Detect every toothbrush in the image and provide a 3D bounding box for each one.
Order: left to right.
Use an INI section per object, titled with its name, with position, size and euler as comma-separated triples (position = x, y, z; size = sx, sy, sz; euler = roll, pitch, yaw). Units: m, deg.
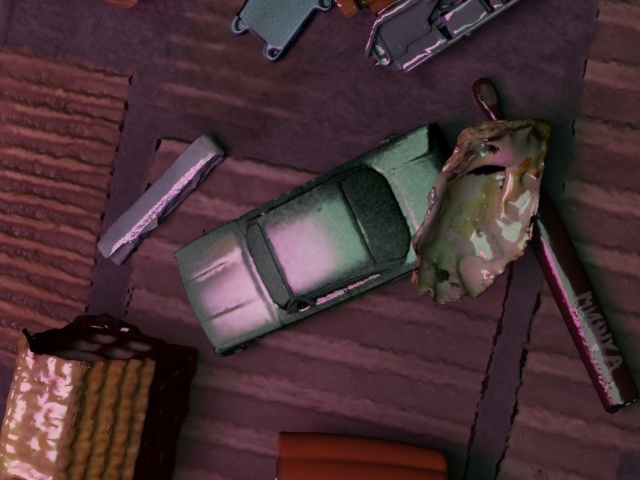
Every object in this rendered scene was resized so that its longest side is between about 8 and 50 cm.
[toothbrush]
position = 0.231, 0.002, 1.457
size = 0.040, 0.041, 0.364
euler = -25, 84, 15

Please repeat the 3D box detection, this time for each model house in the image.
[model house]
position = -0.251, 0.192, 1.491
size = 0.160, 0.254, 0.196
euler = 14, 96, 12

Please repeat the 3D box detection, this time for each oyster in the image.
[oyster]
position = 0.146, -0.037, 1.404
size = 0.072, 0.132, 0.209
euler = 18, 89, 58

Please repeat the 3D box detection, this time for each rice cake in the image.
[rice cake]
position = -0.172, -0.041, 1.573
size = 0.180, 0.030, 0.042
euler = -44, 67, 13

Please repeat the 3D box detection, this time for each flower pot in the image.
[flower pot]
position = 0.047, 0.280, 1.459
size = 0.173, 0.190, 0.191
euler = -5, 90, 3

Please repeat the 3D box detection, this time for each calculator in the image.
[calculator]
position = -0.033, -0.262, 1.534
size = 0.094, 0.019, 0.141
euler = 40, 100, 11

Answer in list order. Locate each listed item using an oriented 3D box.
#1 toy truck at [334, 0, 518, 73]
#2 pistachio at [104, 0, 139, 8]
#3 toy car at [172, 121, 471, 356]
[toy truck]
position = 0.161, -0.315, 1.422
size = 0.338, 0.133, 0.184
euler = -28, 102, 17
[pistachio]
position = -0.260, -0.337, 1.535
size = 0.229, 0.157, 0.157
euler = 38, 101, 6
[toy car]
position = 0.000, 0.000, 1.492
size = 0.320, 0.097, 0.141
euler = -25, 84, 15
